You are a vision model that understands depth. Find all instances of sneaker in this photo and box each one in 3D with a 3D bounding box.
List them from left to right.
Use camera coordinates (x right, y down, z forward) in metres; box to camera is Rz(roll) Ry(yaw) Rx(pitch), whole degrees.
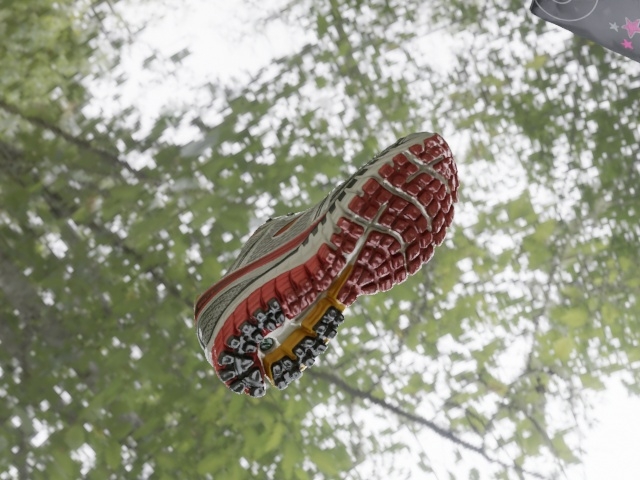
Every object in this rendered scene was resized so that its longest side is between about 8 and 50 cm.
[{"bbox_3d":[0.000,0.000,0.750,0.225,0.088,0.092,-40,-141,-7],"label":"sneaker"}]

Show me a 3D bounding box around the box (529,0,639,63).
[{"bbox_3d":[0.229,-0.227,0.581,0.142,0.247,0.163,28,-123,13],"label":"box"}]
